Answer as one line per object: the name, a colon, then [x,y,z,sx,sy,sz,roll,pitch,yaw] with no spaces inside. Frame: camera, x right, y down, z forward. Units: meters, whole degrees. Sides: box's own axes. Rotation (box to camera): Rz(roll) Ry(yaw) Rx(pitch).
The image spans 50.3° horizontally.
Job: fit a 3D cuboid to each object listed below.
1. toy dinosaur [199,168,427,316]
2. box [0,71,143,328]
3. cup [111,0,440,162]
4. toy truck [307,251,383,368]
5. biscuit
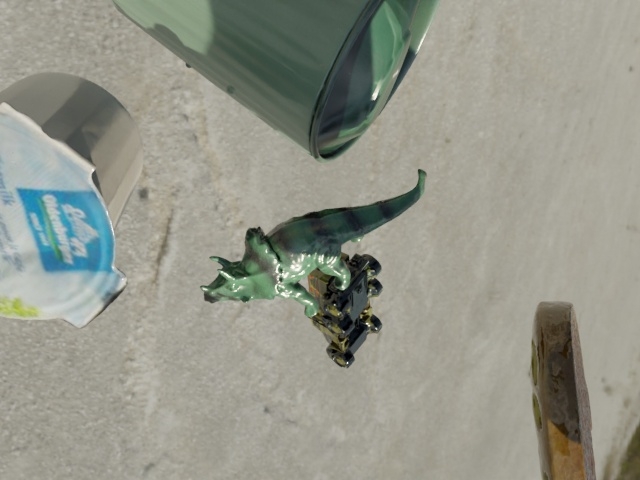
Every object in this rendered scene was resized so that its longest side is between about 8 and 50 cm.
toy dinosaur: [0.002,0.015,0.794,0.292,0.079,0.120,-16,125,-11]
box: [-0.333,-0.062,0.757,0.206,0.291,0.262,-78,164,-56]
cup: [-0.044,-0.327,0.957,0.310,0.392,0.401,-58,168,10]
toy truck: [0.037,0.127,1.292,0.127,0.127,0.257,-50,149,-29]
biscuit: [0.371,0.288,1.042,0.350,0.070,0.394,7,77,-67]
